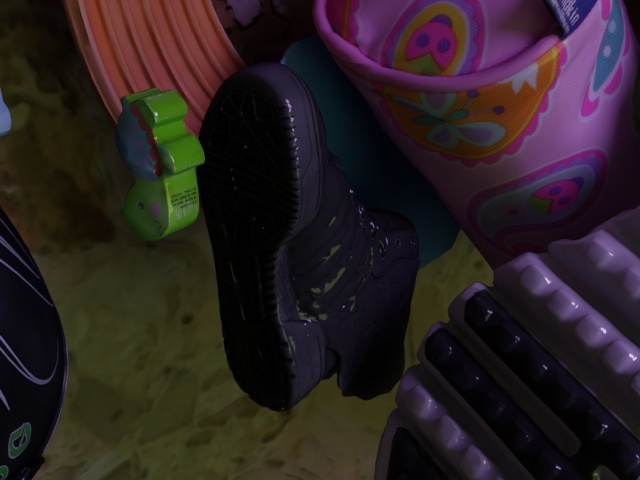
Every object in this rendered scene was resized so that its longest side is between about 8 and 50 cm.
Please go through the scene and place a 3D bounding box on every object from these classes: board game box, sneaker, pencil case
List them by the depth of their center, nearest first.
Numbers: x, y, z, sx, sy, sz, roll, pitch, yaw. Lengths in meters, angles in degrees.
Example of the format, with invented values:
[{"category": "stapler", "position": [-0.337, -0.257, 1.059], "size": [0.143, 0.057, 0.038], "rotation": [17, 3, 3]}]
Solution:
[{"category": "sneaker", "position": [0.140, 0.026, 0.450], "size": [0.292, 0.110, 0.118], "rotation": [-47, 144, 16]}, {"category": "sneaker", "position": [0.002, 0.001, 0.479], "size": [0.089, 0.051, 0.170], "rotation": [-31, 132, -41]}, {"category": "pencil case", "position": [0.107, -0.035, 0.536], "size": [0.124, 0.124, 0.284], "rotation": [-48, 138, -9]}, {"category": "board game box", "position": [0.013, -0.039, 0.544], "size": [0.169, 0.033, 0.133], "rotation": [-30, 126, -42]}]

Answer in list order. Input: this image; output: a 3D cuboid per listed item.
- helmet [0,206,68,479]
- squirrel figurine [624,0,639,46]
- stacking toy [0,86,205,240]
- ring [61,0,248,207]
[{"category": "helmet", "position": [-0.177, 0.027, 0.409], "size": [0.169, 0.169, 0.161], "rotation": [-51, 154, -6]}, {"category": "squirrel figurine", "position": [0.272, -0.255, 0.502], "size": [0.370, 0.281, 0.397], "rotation": [-63, 163, -21]}, {"category": "stacking toy", "position": [-0.133, -0.076, 0.353], "size": [0.167, 0.052, 0.221], "rotation": [-30, 100, -51]}, {"category": "ring", "position": [0.020, -0.165, 0.533], "size": [0.337, 0.032, 0.336], "rotation": [-26, 128, -39]}]
